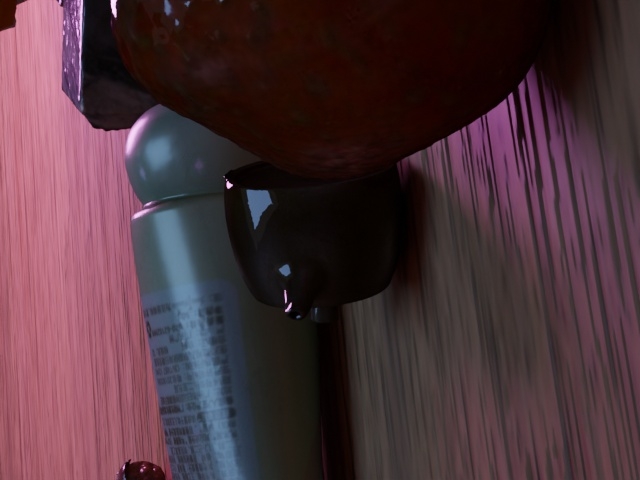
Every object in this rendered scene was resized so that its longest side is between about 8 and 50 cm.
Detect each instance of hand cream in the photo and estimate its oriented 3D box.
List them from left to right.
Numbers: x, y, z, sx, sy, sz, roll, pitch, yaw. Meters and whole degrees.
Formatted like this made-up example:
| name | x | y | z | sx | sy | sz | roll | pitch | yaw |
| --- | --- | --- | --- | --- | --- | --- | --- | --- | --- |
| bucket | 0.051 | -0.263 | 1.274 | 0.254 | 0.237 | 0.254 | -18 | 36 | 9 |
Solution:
| name | x | y | z | sx | sy | sz | roll | pitch | yaw |
| --- | --- | --- | --- | --- | --- | --- | --- | --- | --- |
| hand cream | -0.042 | 0.081 | 0.847 | 0.147 | 0.093 | 0.306 | 163 | 104 | -67 |

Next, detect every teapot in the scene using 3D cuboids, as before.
| name | x | y | z | sx | sy | sz | roll | pitch | yaw |
| --- | --- | --- | --- | --- | --- | --- | --- | --- | --- |
| teapot | 0.000 | 0.000 | 0.744 | 0.121 | 0.076 | 0.068 | -55 | -39 | -71 |

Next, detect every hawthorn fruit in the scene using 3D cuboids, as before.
| name | x | y | z | sx | sy | sz | roll | pitch | yaw |
| --- | --- | --- | --- | --- | --- | --- | --- | --- | --- |
| hawthorn fruit | 0.019 | -0.100 | 0.584 | 0.203 | 0.163 | 0.162 | 9 | 99 | 55 |

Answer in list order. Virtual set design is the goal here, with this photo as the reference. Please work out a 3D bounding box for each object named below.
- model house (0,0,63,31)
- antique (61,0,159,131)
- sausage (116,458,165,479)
| name | x | y | z | sx | sy | sz | roll | pitch | yaw |
| --- | --- | --- | --- | --- | --- | --- | --- | --- | --- |
| model house | -0.254 | -0.295 | 1.316 | 0.198 | 0.215 | 0.224 | 32 | 132 | 24 |
| antique | -0.115 | -0.162 | 1.082 | 0.088 | 0.086 | 0.183 | -134 | 46 | -67 |
| sausage | -0.140 | 0.232 | 1.257 | 0.043 | 0.043 | 0.186 | -111 | 27 | -49 |
